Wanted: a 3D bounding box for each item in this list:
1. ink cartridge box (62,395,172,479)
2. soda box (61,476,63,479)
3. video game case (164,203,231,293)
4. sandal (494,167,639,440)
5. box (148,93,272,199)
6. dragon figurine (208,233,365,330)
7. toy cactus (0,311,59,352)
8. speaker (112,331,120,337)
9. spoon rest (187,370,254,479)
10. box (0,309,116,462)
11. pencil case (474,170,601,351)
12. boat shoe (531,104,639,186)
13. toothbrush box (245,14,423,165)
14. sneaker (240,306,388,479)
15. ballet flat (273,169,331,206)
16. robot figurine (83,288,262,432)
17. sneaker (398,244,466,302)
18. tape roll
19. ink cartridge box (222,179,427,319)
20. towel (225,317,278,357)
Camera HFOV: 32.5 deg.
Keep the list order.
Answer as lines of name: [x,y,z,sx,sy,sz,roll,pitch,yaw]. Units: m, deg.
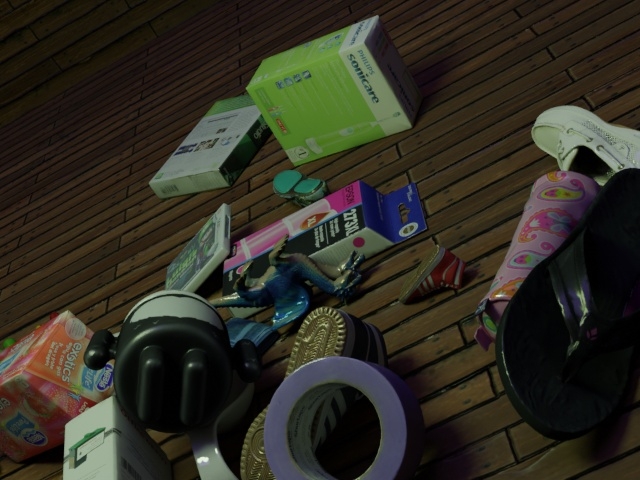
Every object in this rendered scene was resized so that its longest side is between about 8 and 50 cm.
ink cartridge box: [-0.282,0.349,1.551,0.093,0.160,0.219,-31,27,4]
soda box: [-0.357,0.340,1.756,0.060,0.053,0.169,-23,29,21]
video game case: [-0.234,0.038,2.074,0.190,0.022,0.173,-47,22,21]
sandal: [0.346,0.047,1.352,0.445,0.168,0.107,-54,-9,-36]
box: [-0.223,-0.227,2.522,0.232,0.058,0.322,-7,39,40]
dragon figurine: [-0.064,0.089,1.796,0.289,0.144,0.085,-36,12,14]
toy cactus: [-0.592,0.235,2.139,0.219,0.112,0.180,-27,37,-7]
speaker: [-0.400,0.207,2.014,0.136,0.055,0.055,-18,31,25]
spoon rest: [-0.153,0.272,1.621,0.137,0.084,0.276,-29,29,7]
box: [-0.464,0.250,1.828,0.300,0.154,0.142,-27,25,47]
pencil case: [0.301,0.031,1.496,0.124,0.124,0.284,-7,39,40]
boat shoe: [0.402,-0.133,1.672,0.096,0.098,0.277,-39,29,-13]
toothbrush box: [0.029,-0.295,2.205,0.283,0.206,0.122,-16,32,31]
sneaker: [0.000,0.231,1.522,0.099,0.153,0.282,27,96,31]
ballet flat: [-0.033,-0.089,2.095,0.070,0.070,0.188,-39,24,-11]
robot figurine: [-0.215,0.171,1.610,0.173,0.209,0.278,-44,15,5]
sneaker: [0.173,0.064,1.670,0.118,0.067,0.042,-52,18,33]
tape roll: [0.030,0.241,1.370,0.189,0.080,0.188,-4,78,21]
ink cartridge box: [0.000,0.000,1.924,0.371,0.069,0.175,-25,28,11]
towel: [-0.125,0.159,1.829,0.067,0.029,0.119,-46,30,-25]
